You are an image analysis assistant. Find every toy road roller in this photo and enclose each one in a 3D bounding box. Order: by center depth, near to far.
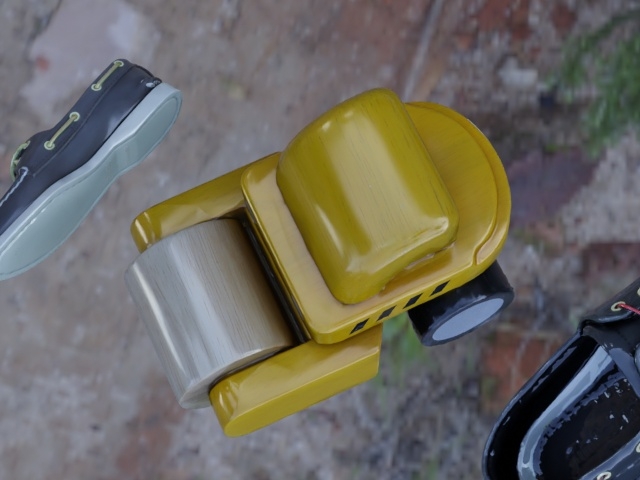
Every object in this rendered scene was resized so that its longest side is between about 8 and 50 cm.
[{"bbox_3d":[0.000,0.000,1.643,0.329,0.202,0.240,-25,162,-5],"label":"toy road roller"}]

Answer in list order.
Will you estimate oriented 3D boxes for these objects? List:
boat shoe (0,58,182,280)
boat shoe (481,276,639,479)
[{"bbox_3d":[-0.210,-0.060,1.598,0.068,0.228,0.081,36,152,15],"label":"boat shoe"},{"bbox_3d":[0.103,0.037,0.599,0.042,0.049,0.133,20,118,-47],"label":"boat shoe"}]
